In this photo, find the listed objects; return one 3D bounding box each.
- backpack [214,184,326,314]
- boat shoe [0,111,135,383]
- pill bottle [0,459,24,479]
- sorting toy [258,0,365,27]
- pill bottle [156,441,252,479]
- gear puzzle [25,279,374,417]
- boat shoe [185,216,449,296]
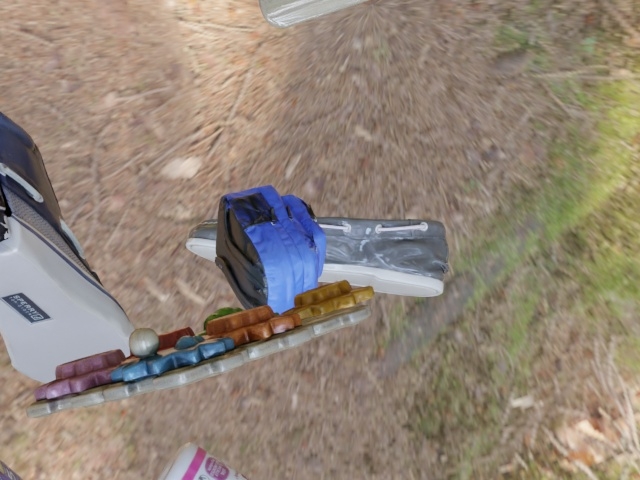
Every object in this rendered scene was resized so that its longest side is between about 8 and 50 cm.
[{"bbox_3d":[-0.043,0.013,1.416,0.101,0.120,0.098,-15,136,-16],"label":"backpack"},{"bbox_3d":[-0.261,0.011,1.346,0.127,0.340,0.158,-12,62,5],"label":"boat shoe"},{"bbox_3d":[-0.463,0.323,1.884,0.112,0.187,0.112,-6,61,11],"label":"pill bottle"},{"bbox_3d":[0.074,-0.328,1.393,0.307,0.229,0.041,-19,62,-3],"label":"sorting toy"},{"bbox_3d":[-0.102,0.405,1.908,0.283,0.160,0.160,34,99,-4],"label":"pill bottle"},{"bbox_3d":[-0.059,0.065,1.117,0.175,0.339,0.044,-16,90,36],"label":"gear puzzle"},{"bbox_3d":[0.000,0.000,1.831,0.335,0.112,0.096,10,75,-7],"label":"boat shoe"}]
